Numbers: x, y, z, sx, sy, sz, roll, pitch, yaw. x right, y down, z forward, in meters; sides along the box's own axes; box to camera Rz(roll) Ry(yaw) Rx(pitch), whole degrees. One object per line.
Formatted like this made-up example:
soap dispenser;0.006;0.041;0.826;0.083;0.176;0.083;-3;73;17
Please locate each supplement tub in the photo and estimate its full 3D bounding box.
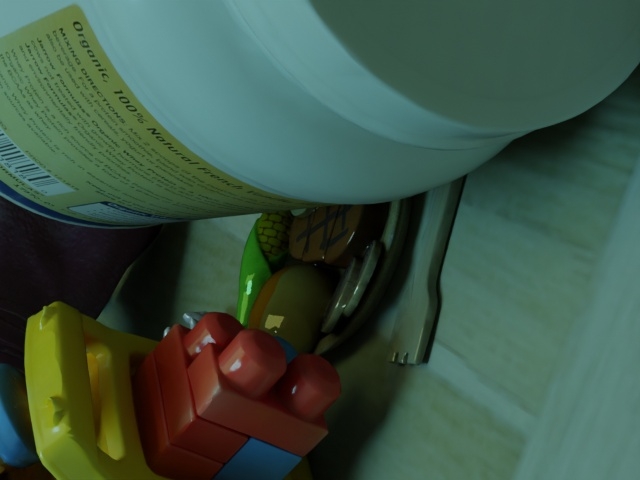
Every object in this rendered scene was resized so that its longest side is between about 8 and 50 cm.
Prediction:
supplement tub;-0.032;-0.124;0.565;0.316;0.228;0.228;-3;69;56

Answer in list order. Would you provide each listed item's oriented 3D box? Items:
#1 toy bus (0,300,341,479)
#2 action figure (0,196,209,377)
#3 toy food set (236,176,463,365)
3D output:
toy bus;-0.100;0.102;0.596;0.211;0.220;0.149;-51;34;26
action figure;-0.219;0.070;0.831;0.276;0.248;0.370;-44;32;48
toy food set;0.000;0.000;0.662;0.192;0.038;0.132;-10;63;64
